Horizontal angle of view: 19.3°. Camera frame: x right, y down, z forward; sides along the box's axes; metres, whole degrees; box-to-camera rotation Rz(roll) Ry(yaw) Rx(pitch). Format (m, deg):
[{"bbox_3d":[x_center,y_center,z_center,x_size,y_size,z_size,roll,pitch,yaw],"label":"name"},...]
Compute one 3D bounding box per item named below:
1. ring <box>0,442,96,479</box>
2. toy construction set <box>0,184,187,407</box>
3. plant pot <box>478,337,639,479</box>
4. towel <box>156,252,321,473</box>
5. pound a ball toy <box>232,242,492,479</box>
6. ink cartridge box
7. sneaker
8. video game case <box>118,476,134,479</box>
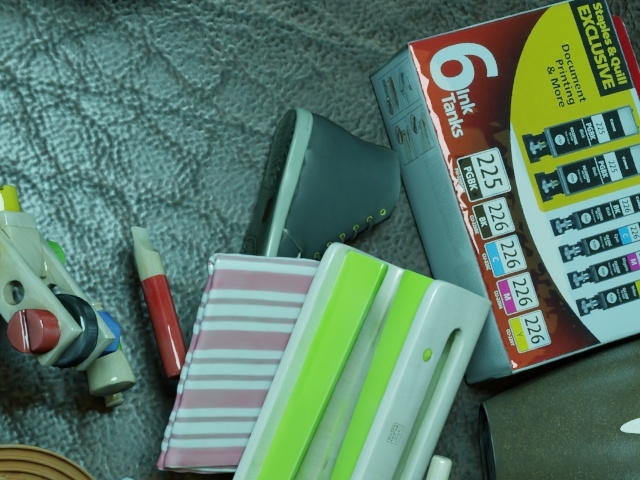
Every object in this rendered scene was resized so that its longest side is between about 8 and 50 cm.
[{"bbox_3d":[-0.268,0.321,1.454,0.336,0.032,0.336,-18,115,-45],"label":"ring"},{"bbox_3d":[-0.274,0.021,1.562,0.309,0.257,0.237,-3,69,-36],"label":"toy construction set"},{"bbox_3d":[0.263,0.185,1.692,0.230,0.215,0.215,-5,83,-1],"label":"plant pot"},{"bbox_3d":[-0.064,0.106,1.622,0.144,0.029,0.197,6,102,-46],"label":"towel"},{"bbox_3d":[0.060,0.188,1.606,0.136,0.208,0.319,23,87,-54],"label":"pound a ball toy"},{"bbox_3d":[0.228,-0.056,1.740,0.272,0.130,0.309,-17,86,-17],"label":"ink cartridge box"},{"bbox_3d":[0.000,0.000,1.694,0.118,0.083,0.222,19,80,-17],"label":"sneaker"},{"bbox_3d":[-0.101,0.413,1.628,0.329,0.036,0.300,31,75,-10],"label":"video game case"}]
